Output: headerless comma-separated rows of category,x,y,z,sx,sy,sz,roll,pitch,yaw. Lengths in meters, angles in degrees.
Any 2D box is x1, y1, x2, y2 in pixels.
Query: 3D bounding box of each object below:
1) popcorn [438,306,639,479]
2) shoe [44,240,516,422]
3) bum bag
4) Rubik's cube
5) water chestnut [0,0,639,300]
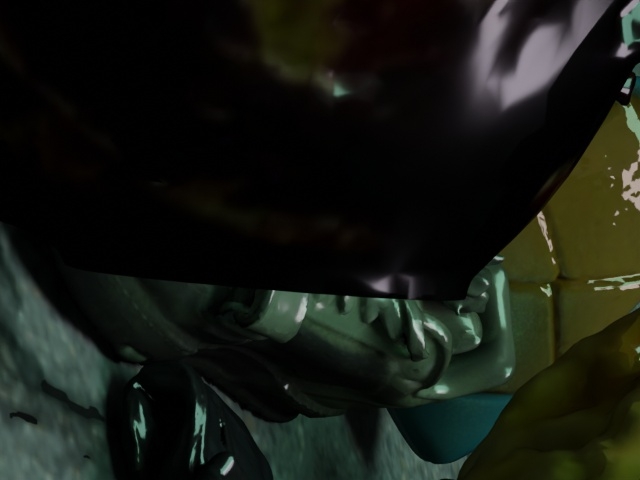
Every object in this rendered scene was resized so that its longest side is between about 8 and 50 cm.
popcorn,0.191,0.206,0.882,0.382,0.349,0.349,-60,166,12
shoe,0.001,0.002,0.782,0.293,0.149,0.109,43,40,-63
bum bag,-0.033,0.171,0.716,0.123,0.060,0.248,52,30,-56
Rubik's cube,0.113,-0.045,1.043,0.254,0.254,0.254,-12,90,-72
water chestnut,-0.030,-0.156,0.521,0.347,0.335,0.335,-68,159,0
